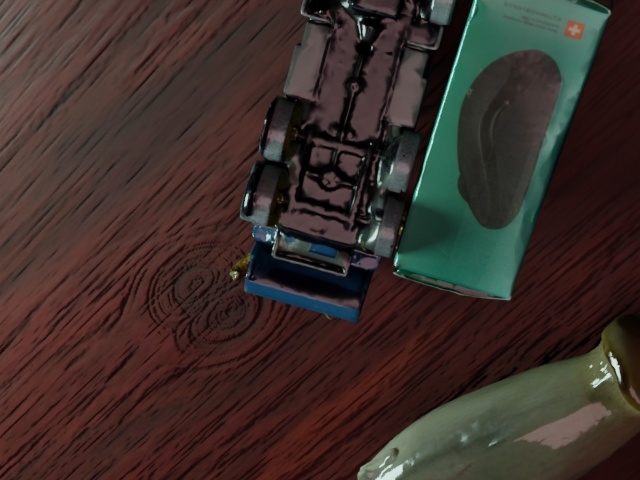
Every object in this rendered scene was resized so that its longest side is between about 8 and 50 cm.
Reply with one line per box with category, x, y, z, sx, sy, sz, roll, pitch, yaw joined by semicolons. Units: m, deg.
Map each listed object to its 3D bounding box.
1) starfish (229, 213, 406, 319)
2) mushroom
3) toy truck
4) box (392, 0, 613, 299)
starfish;-0.001;0.001;1.724;0.190;0.074;0.146;-32;107;25
mushroom;0.196;0.210;1.770;0.407;0.137;0.154;-39;94;26
toy truck;0.027;-0.116;1.556;0.146;0.175;0.367;16;101;2
box;0.170;-0.127;1.538;0.118;0.205;0.311;19;121;4
